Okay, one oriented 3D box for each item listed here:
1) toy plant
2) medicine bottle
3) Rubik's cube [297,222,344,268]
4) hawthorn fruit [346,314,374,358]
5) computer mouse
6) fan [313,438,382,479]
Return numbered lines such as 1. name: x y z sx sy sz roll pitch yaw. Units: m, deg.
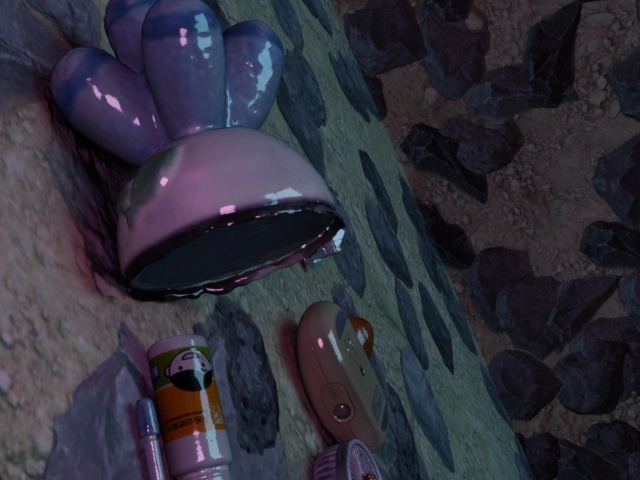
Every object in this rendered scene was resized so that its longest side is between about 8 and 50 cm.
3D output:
1. toy plant: -0.139 -0.124 0.845 0.332 0.247 0.247 70 16 13
2. medicine bottle: -0.126 0.200 0.760 0.092 0.061 0.221 5 61 -45
3. Rubik's cube: -0.003 -0.001 1.366 0.075 0.084 0.073 53 10 7
4. hawthorn fruit: 0.050 0.172 1.314 0.081 0.081 0.093 54 22 -40
5. computer mouse: 0.027 0.204 1.189 0.145 0.082 0.236 -67 135 -69
6. fan: 0.045 0.373 1.043 0.130 0.074 0.244 56 21 -38
